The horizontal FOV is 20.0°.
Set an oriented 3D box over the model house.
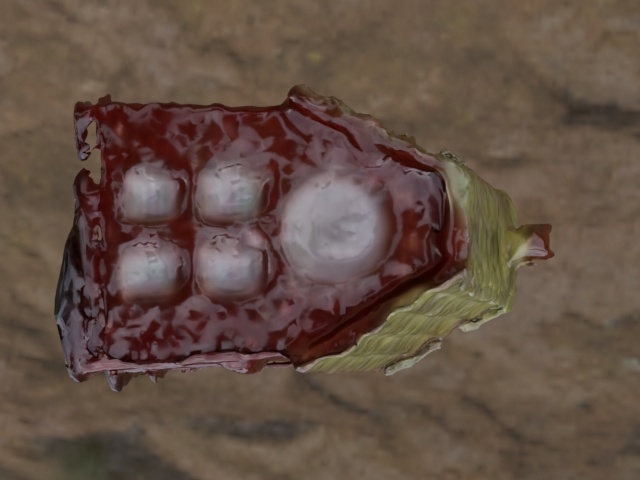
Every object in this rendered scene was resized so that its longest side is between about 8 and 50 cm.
[{"bbox_3d":[0.000,0.000,1.033,0.254,0.160,0.196,-4,173,12],"label":"model house"}]
